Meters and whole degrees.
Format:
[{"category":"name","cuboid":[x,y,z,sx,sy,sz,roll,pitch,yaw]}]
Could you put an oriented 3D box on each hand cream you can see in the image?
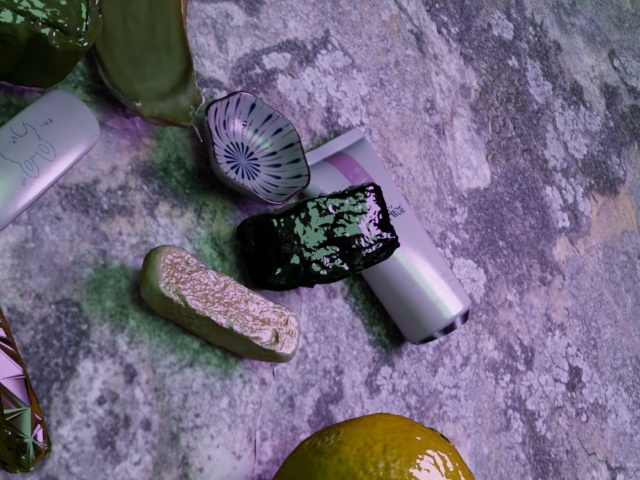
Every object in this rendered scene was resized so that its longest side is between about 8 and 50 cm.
[{"category":"hand cream","cuboid":[0.102,-0.006,1.330,0.186,0.118,0.358,-32,88,-37]}]

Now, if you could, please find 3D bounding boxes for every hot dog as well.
[{"category":"hot dog","cuboid":[-0.136,0.090,1.099,0.243,0.073,0.084,31,52,-28]}]

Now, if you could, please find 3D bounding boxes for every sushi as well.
[{"category":"sushi","cuboid":[0.000,0.000,1.194,0.225,0.124,0.127,-15,86,-19]}]

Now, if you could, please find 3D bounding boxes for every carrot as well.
[{"category":"carrot","cuboid":[-0.353,0.139,0.901,0.069,0.069,0.228,-22,88,-44]}]

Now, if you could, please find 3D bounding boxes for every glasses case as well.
[{"category":"glasses case","cuboid":[-0.354,-0.095,0.998,0.092,0.059,0.233,49,48,-15]}]

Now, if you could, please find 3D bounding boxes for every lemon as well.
[{"category":"lemon","cuboid":[0.063,0.348,1.027,0.293,0.293,0.293,18,61,-35]}]

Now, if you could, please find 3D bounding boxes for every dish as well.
[{"category":"dish","cuboid":[-0.106,-0.121,1.217,0.191,0.066,0.190,25,49,-32]}]

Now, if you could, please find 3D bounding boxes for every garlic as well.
[{"category":"garlic","cuboid":[-0.225,-0.270,1.099,0.151,0.196,0.338,5,77,-36]}]

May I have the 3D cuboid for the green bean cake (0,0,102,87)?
[{"category":"green bean cake","cuboid":[-0.422,-0.352,0.962,0.335,0.218,0.318,14,71,-30]}]
